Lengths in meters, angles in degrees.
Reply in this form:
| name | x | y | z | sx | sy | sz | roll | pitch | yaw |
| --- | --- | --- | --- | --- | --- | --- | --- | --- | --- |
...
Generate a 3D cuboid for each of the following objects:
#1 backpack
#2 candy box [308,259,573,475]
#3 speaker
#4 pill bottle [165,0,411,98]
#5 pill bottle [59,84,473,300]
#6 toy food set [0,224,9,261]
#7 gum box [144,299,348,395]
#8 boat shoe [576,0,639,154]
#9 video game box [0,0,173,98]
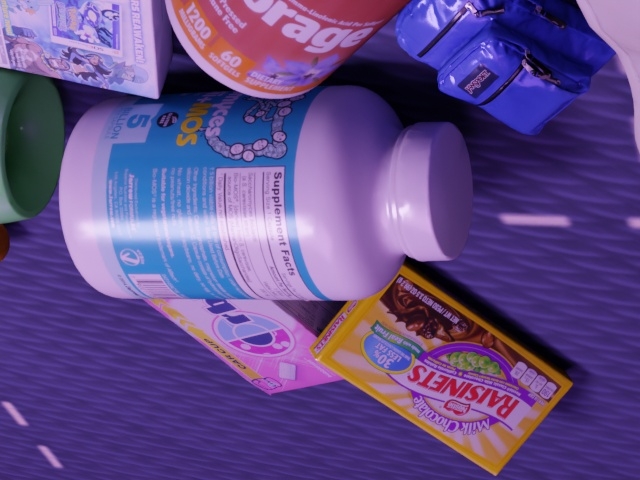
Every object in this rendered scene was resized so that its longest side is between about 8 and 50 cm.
| name | x | y | z | sx | sy | sz | roll | pitch | yaw |
| --- | --- | --- | --- | --- | --- | --- | --- | --- | --- |
| backpack | 0.107 | -0.130 | 0.987 | 0.120 | 0.101 | 0.098 | 29 | 138 | -14 |
| candy box | 0.100 | 0.102 | 1.348 | 0.206 | 0.027 | 0.105 | 34 | 102 | -26 |
| speaker | -0.344 | -0.082 | 1.219 | 0.297 | 0.131 | 0.131 | 5 | 146 | 15 |
| pill bottle | 0.008 | -0.177 | 0.935 | 0.121 | 0.121 | 0.216 | 28 | 145 | -18 |
| pill bottle | -0.034 | -0.032 | 1.149 | 0.264 | 0.146 | 0.146 | 0 | 144 | 22 |
| toy food set | -0.373 | 0.006 | 1.333 | 0.105 | 0.232 | 0.111 | -5 | 107 | 40 |
| gum box | -0.049 | 0.052 | 1.357 | 0.107 | 0.062 | 0.188 | -16 | 136 | 39 |
| boat shoe | 0.229 | -0.094 | 0.949 | 0.109 | 0.091 | 0.305 | 28 | 158 | 46 |
| video game box | -0.192 | -0.185 | 1.075 | 0.187 | 0.048 | 0.205 | 14 | 148 | 6 |
